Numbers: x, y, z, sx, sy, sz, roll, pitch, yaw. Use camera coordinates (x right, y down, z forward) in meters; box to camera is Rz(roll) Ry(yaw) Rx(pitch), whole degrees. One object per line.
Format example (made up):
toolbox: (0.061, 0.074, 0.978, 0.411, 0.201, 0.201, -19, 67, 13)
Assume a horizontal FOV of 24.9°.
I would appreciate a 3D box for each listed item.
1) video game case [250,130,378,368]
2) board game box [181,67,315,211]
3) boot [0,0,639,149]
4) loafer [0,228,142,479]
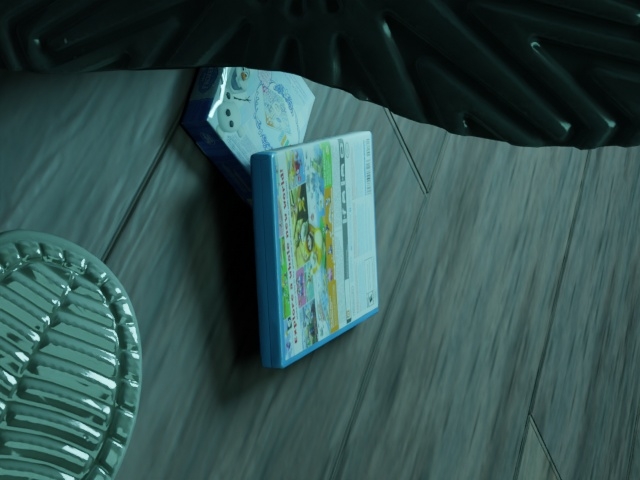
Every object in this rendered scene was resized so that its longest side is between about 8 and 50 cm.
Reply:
video game case: (0.000, 0.000, 0.859, 0.166, 0.015, 0.119, -22, 111, -68)
board game box: (-0.039, -0.074, 0.824, 0.090, 0.020, 0.090, 53, 42, -44)
boot: (0.079, -0.157, 0.687, 0.445, 0.367, 0.146, -29, 126, -66)
loafer: (-0.142, 0.109, 0.527, 0.094, 0.087, 0.251, 32, 58, -24)
